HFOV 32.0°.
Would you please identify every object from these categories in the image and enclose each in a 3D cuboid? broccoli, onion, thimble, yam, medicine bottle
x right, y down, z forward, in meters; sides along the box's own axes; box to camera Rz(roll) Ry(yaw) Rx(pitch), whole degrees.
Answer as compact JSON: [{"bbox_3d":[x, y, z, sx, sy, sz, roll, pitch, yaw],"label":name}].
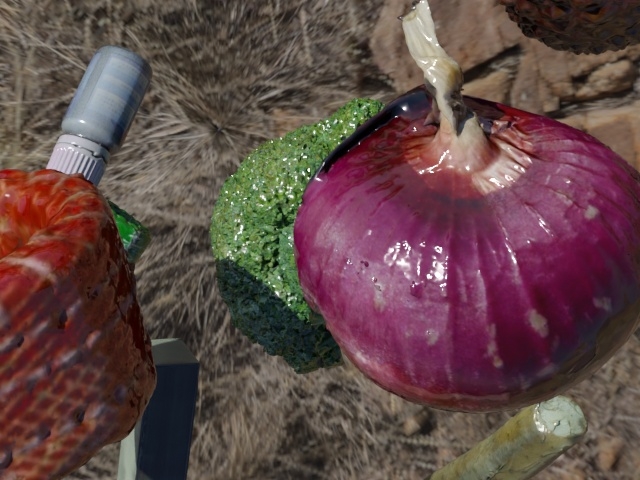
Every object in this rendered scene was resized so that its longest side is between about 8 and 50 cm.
[{"bbox_3d":[-0.003,0.003,1.497,0.321,0.310,0.414,-3,121,-40],"label":"broccoli"},{"bbox_3d":[0.129,0.019,0.872,0.230,0.272,0.256,40,95,35],"label":"onion"},{"bbox_3d":[-0.342,0.084,1.133,0.350,0.350,0.231,-11,115,-4],"label":"thimble"},{"bbox_3d":[0.214,0.315,1.497,0.083,0.083,0.371,34,134,-7],"label":"yam"},{"bbox_3d":[-0.362,-0.010,1.944,0.090,0.130,0.118,-54,142,2],"label":"thimble"},{"bbox_3d":[-0.287,-0.147,1.423,0.083,0.083,0.203,24,69,-7],"label":"medicine bottle"}]

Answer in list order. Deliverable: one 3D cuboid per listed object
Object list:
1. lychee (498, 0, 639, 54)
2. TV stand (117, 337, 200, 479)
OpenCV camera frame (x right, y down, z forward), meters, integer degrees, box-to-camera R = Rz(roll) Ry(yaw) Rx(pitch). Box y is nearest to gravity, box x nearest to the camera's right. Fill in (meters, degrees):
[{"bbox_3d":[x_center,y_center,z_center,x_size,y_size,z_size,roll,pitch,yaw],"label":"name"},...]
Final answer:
[{"bbox_3d":[0.276,-0.314,1.105,0.304,0.275,0.276,-8,97,25],"label":"lychee"},{"bbox_3d":[-0.232,0.279,1.571,0.082,0.088,0.270,1,110,-27],"label":"TV stand"}]
